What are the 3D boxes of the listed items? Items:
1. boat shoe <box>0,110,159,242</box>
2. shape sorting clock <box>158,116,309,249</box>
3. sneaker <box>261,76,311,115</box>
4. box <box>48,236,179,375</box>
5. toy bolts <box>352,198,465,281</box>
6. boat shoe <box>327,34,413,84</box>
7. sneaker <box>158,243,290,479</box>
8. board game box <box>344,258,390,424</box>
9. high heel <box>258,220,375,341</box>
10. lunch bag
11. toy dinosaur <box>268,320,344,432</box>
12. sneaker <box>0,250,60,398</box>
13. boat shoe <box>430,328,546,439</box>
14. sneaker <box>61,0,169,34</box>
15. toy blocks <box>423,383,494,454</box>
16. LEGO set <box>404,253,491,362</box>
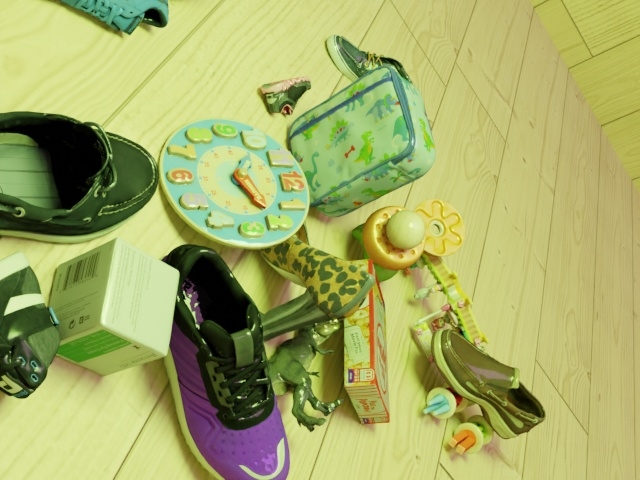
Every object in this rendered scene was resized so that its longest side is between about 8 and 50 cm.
[{"bbox_3d":[-0.268,-0.074,0.867,0.340,0.113,0.127,0,70,-56],"label":"boat shoe"},{"bbox_3d":[-0.108,-0.079,1.111,0.206,0.040,0.206,18,50,-22],"label":"shape sorting clock"},{"bbox_3d":[-0.051,-0.228,1.353,0.119,0.047,0.057,-30,110,-54],"label":"sneaker"},{"bbox_3d":[-0.213,0.070,0.869,0.087,0.101,0.102,34,46,-41],"label":"box"},{"bbox_3d":[0.149,-0.072,1.364,0.218,0.158,0.229,-10,77,-23],"label":"toy bolts"},{"bbox_3d":[0.095,-0.326,1.580,0.183,0.083,0.065,42,40,-34],"label":"boat shoe"},{"bbox_3d":[-0.103,0.137,0.925,0.102,0.146,0.293,-22,84,-31],"label":"sneaker"},{"bbox_3d":[0.066,0.147,1.227,0.147,0.045,0.193,69,18,-57],"label":"board game box"},{"bbox_3d":[0.000,0.000,1.143,0.093,0.186,0.261,36,44,-39],"label":"high heel"},{"bbox_3d":[0.055,-0.148,1.287,0.090,0.219,0.176,25,48,-48],"label":"lunch bag"},{"bbox_3d":[-0.031,0.185,1.103,0.118,0.064,0.268,50,34,5],"label":"toy dinosaur"},{"bbox_3d":[-0.303,0.099,0.739,0.121,0.079,0.217,60,32,-8],"label":"sneaker"},{"bbox_3d":[0.283,0.224,1.401,0.257,0.095,0.095,45,37,-29],"label":"boat shoe"},{"bbox_3d":[-0.263,-0.302,1.059,0.209,0.069,0.082,-15,87,-58],"label":"sneaker"},{"bbox_3d":[0.224,0.297,1.409,0.148,0.054,0.123,-6,75,-57],"label":"toy blocks"},{"bbox_3d":[0.190,0.104,1.474,0.287,0.107,0.132,62,-2,1],"label":"LEGO set"}]
